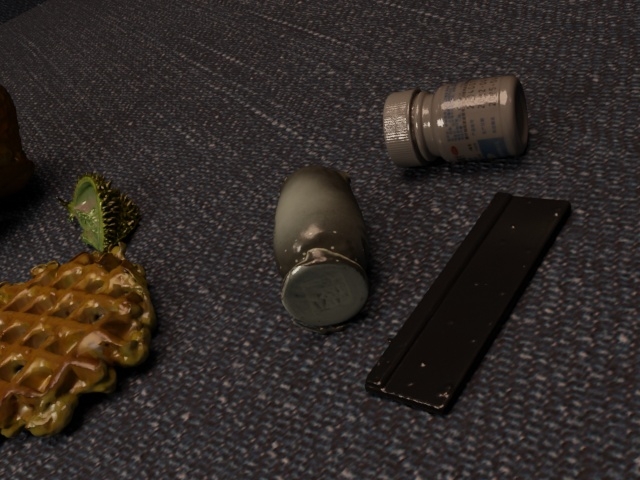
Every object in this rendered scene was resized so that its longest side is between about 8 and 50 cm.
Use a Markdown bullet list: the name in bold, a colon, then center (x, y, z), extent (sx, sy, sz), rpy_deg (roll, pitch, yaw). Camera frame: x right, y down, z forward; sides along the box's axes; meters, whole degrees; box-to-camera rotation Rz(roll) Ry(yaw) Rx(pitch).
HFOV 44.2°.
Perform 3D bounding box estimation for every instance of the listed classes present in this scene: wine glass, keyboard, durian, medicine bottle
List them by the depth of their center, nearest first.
- **keyboard**: center (0.159, 0.052, 0.829), extent (0.101, 0.018, 0.309), rpy_deg (11, 47, 38)
- **wine glass**: center (0.000, 0.000, 0.909), extent (0.111, 0.111, 0.204), rpy_deg (-17, 37, 10)
- **medicine bottle**: center (0.175, -0.151, 1.015), extent (0.168, 0.105, 0.105), rpy_deg (-3, 40, 26)
- **durian**: center (-0.348, -0.050, 1.218), extent (0.100, 0.086, 0.215), rpy_deg (-46, 40, -7)

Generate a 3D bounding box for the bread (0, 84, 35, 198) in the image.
- **bread**: center (-0.700, -0.148, 1.322), extent (0.398, 0.215, 0.398), rpy_deg (-5, -2, 0)

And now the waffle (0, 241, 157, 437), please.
- **waffle**: center (-0.353, 0.124, 0.992), extent (0.302, 0.068, 0.325), rpy_deg (-25, 33, -1)
